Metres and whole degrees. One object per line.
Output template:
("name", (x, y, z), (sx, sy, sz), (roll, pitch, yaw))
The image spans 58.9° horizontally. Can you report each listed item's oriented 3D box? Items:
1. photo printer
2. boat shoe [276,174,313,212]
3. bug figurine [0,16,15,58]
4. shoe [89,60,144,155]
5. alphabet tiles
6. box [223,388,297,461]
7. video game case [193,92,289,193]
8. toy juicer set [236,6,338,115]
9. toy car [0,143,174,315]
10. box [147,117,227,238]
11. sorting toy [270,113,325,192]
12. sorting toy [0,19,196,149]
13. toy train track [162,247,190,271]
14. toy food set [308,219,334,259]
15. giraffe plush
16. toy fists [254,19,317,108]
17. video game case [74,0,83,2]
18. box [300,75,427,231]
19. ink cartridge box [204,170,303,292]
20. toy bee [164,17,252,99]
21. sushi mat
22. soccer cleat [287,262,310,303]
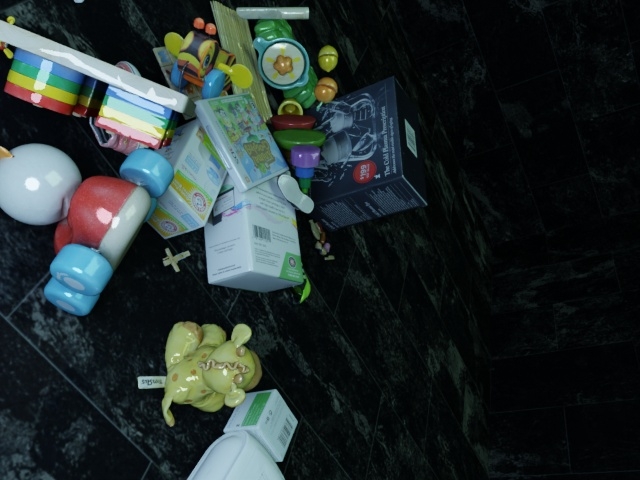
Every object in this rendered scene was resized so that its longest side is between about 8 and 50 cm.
("photo printer", (-0.151, 0.503, 0.964), (0.255, 0.107, 0.307), (65, 28, -18))
("boat shoe", (-0.063, -0.105, 1.266), (0.125, 0.038, 0.046), (39, 73, -44))
("bug figurine", (-0.507, -0.236, 0.703), (0.216, 0.072, 0.278), (34, 46, -43))
("shoe", (-0.361, -0.242, 1.006), (0.081, 0.064, 0.177), (8, 74, -67))
("alphabet tiles", (-0.268, -0.331, 1.288), (0.237, 0.009, 0.198), (67, 28, -14))
("box", (-0.116, 0.368, 1.121), (0.101, 0.087, 0.101), (61, 30, -23))
("video game case", (-0.156, -0.208, 1.169), (0.193, 0.023, 0.212), (62, 26, -7))
("toy juicer set", (-0.063, -0.482, 1.495), (0.089, 0.210, 0.328), (-95, 164, -58))
("toy car", (-0.376, -0.054, 0.809), (0.238, 0.210, 0.219), (32, 57, -15))
("box", (-0.263, -0.119, 1.082), (0.114, 0.103, 0.203), (53, 34, -35))
("sorting toy", (-0.057, -0.213, 1.410), (0.365, 0.127, 0.126), (-108, -161, -62))
("sorting toy", (-0.327, -0.216, 0.843), (0.257, 0.256, 0.089), (-131, -118, -75))
("toy train track", (-0.276, 0.035, 1.079), (0.048, 0.014, 0.083), (65, 22, -3))
("toy food set", (0.000, 0.000, 1.607), (0.078, 0.019, 0.122), (-1, 70, -62))
("giraffe plush", (-0.179, 0.221, 0.988), (0.210, 0.171, 0.181), (-12, 87, -63))
("toy fists", (-0.092, -0.507, 1.614), (0.279, 0.096, 0.142), (57, 33, -32))
("video game case", (-0.428, -0.532, 1.018), (0.143, 0.019, 0.157), (85, 12, -47))
("box", (0.115, -0.239, 1.626), (0.179, 0.313, 0.342), (36, 45, -50))
("ink cartridge box", (-0.149, -0.040, 1.237), (0.201, 0.117, 0.277), (20, 58, -58))
("toy bee", (-0.230, -0.365, 1.157), (0.196, 0.162, 0.298), (18, 27, -16))
("sushi mat", (-0.201, -0.452, 1.464), (0.151, 0.019, 0.316), (-11, 87, -64))
("soccer cleat", (-0.074, 0.074, 1.386), (0.178, 0.060, 0.072), (66, 30, -22))
